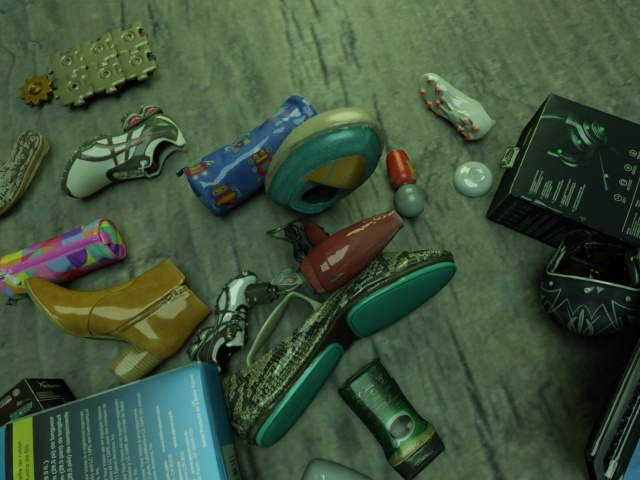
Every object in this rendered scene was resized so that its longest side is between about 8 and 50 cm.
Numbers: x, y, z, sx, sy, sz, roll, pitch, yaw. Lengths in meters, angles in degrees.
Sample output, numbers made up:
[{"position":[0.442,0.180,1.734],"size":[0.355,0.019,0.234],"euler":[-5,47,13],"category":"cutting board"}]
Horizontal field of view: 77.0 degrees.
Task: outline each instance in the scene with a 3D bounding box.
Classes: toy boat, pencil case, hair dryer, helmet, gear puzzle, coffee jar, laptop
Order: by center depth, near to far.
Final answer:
[{"position":[0.611,0.263,0.607],"size":[0.237,0.408,0.381],"euler":[21,70,45],"category":"laptop"},{"position":[0.120,0.303,0.689],"size":[0.096,0.079,0.184],"euler":[-34,73,-13],"category":"coffee jar"},{"position":[0.468,0.087,0.698],"size":[0.170,0.169,0.161],"euler":[27,64,11],"category":"helmet"},{"position":[0.000,0.000,0.708],"size":[0.294,0.080,0.223],"euler":[-10,44,25],"category":"hair dryer"},{"position":[0.067,-0.123,0.771],"size":[0.319,0.267,0.147],"euler":[2,64,-30],"category":"toy boat"},{"position":[-0.517,0.038,0.798],"size":[0.237,0.104,0.104],"euler":[-24,72,-6],"category":"pencil case"},{"position":[-0.137,-0.177,0.843],"size":[0.306,0.119,0.133],"euler":[-37,35,-8],"category":"pencil case"},{"position":[-0.564,-0.401,0.980],"size":[0.340,0.044,0.175],"euler":[-23,74,-2],"category":"gear puzzle"}]

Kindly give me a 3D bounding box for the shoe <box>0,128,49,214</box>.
[{"position":[-0.674,-0.142,0.892],"size":[0.077,0.058,0.218],"euler":[28,78,-9],"category":"shoe"}]

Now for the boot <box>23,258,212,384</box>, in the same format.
[{"position":[-0.373,0.107,0.767],"size":[0.295,0.104,0.211],"euler":[40,71,2],"category":"boot"}]

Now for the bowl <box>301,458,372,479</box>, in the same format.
[{"position":[0.024,0.451,0.659],"size":[0.142,0.053,0.141],"euler":[19,72,8],"category":"bowl"}]

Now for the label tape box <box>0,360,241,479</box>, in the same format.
[{"position":[-0.299,0.350,0.572],"size":[0.349,0.115,0.248],"euler":[-17,69,-5],"category":"label tape box"}]

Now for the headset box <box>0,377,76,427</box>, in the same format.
[{"position":[-0.475,0.414,0.662],"size":[0.218,0.110,0.293],"euler":[-41,74,-12],"category":"headset box"}]

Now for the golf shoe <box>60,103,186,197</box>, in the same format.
[{"position":[-0.421,-0.174,0.864],"size":[0.120,0.105,0.273],"euler":[44,79,8],"category":"golf shoe"}]

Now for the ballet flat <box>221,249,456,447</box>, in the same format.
[{"position":[0.015,0.140,0.722],"size":[0.483,0.164,0.182],"euler":[-41,55,-9],"category":"ballet flat"}]

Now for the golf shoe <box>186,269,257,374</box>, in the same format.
[{"position":[-0.157,0.153,0.744],"size":[0.094,0.077,0.198],"euler":[23,82,35],"category":"golf shoe"}]

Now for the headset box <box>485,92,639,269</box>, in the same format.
[{"position":[0.499,-0.116,0.785],"size":[0.284,0.131,0.246],"euler":[25,75,10],"category":"headset box"}]

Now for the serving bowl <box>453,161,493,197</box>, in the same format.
[{"position":[0.326,-0.133,0.853],"size":[0.084,0.027,0.083],"euler":[-1,72,3],"category":"serving bowl"}]

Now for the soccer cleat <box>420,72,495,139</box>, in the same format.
[{"position":[0.301,-0.302,0.896],"size":[0.076,0.068,0.196],"euler":[-32,74,-24],"category":"soccer cleat"}]
